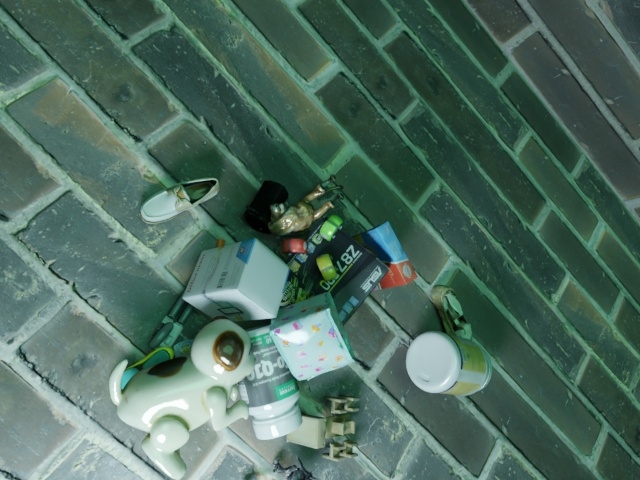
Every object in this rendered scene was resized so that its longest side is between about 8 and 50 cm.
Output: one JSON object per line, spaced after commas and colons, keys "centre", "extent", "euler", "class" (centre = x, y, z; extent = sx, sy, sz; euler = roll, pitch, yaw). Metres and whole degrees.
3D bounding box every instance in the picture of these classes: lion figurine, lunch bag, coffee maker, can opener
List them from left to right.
{"centre": [-0.489, 0.260, 1.539], "extent": [0.074, 0.093, 0.281], "euler": [36, 61, -15], "class": "can opener"}
{"centre": [-0.203, -0.140, 1.708], "extent": [0.120, 0.171, 0.178], "euler": [26, 67, 0], "class": "coffee maker"}
{"centre": [-0.044, -0.131, 1.749], "extent": [0.142, 0.240, 0.392], "euler": [56, 23, 2], "class": "lion figurine"}
{"centre": [-0.022, 0.335, 1.486], "extent": [0.223, 0.160, 0.263], "euler": [-21, 111, 5], "class": "lunch bag"}

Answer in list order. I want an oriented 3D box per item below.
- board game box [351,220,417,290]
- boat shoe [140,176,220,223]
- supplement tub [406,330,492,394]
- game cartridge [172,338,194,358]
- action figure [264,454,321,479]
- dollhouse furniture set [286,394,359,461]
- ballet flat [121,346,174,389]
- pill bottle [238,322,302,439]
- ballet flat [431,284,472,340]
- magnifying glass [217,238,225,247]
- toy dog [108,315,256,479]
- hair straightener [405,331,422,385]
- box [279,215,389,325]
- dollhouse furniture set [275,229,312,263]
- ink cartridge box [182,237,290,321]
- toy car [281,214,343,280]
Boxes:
{"centre": [0.220, 0.075, 1.776], "extent": [0.064, 0.316, 0.243], "euler": [-29, 91, -27], "class": "board game box"}
{"centre": [-0.508, -0.160, 1.607], "extent": [0.302, 0.103, 0.113], "euler": [-32, 93, -27], "class": "boat shoe"}
{"centre": [0.540, 0.513, 1.838], "extent": [0.331, 0.240, 0.241], "euler": [22, 69, -40], "class": "supplement tub"}
{"centre": [-0.474, 0.379, 1.556], "extent": [0.083, 0.017, 0.056], "euler": [-14, 81, -27], "class": "game cartridge"}
{"centre": [-0.133, 0.849, 1.547], "extent": [0.275, 0.141, 0.164], "euler": [-14, 83, -11], "class": "action figure"}
{"centre": [0.014, 0.701, 1.671], "extent": [0.242, 0.160, 0.213], "euler": [16, 72, -44], "class": "dollhouse furniture set"}
{"centre": [-0.575, 0.422, 1.457], "extent": [0.230, 0.077, 0.077], "euler": [-34, 95, 3], "class": "ballet flat"}
{"centre": [-0.189, 0.484, 1.560], "extent": [0.204, 0.204, 0.362], "euler": [-14, 85, -27], "class": "pill bottle"}
{"centre": [0.615, 0.361, 2.011], "extent": [0.123, 0.123, 0.349], "euler": [-26, 91, -27], "class": "ballet flat"}
{"centre": [-0.377, 0.106, 1.642], "extent": [0.092, 0.026, 0.231], "euler": [24, 62, -49], "class": "magnifying glass"}
{"centre": [-0.385, 0.420, 1.370], "extent": [0.408, 0.284, 0.395], "euler": [-42, 102, -8], "class": "toy dog"}
{"centre": [0.414, 0.510, 1.921], "extent": [0.088, 0.047, 0.231], "euler": [17, 72, -21], "class": "hair straightener"}
{"centre": [0.011, 0.158, 1.648], "extent": [0.318, 0.097, 0.395], "euler": [40, 85, 11], "class": "box"}
{"centre": [-0.013, 0.108, 1.752], "extent": [0.197, 0.151, 0.302], "euler": [-29, 92, -27], "class": "dollhouse furniture set"}
{"centre": [-0.283, 0.144, 1.506], "extent": [0.197, 0.269, 0.198], "euler": [45, 47, -39], "class": "ink cartridge box"}
{"centre": [0.000, 0.000, 1.606], "extent": [0.238, 0.053, 0.225], "euler": [33, 84, 13], "class": "toy car"}
